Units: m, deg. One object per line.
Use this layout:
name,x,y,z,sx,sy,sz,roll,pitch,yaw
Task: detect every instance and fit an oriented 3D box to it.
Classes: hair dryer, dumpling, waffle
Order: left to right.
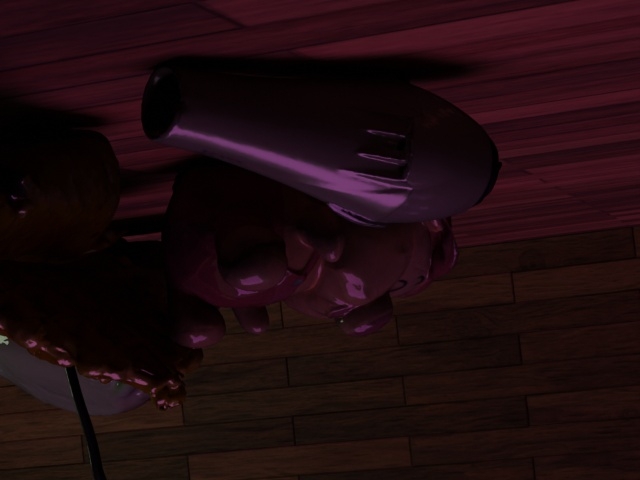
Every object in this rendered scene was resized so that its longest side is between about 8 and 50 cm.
waffle,-0.222,0.039,1.142,0.291,0.051,0.291,30,-169,-7
dumpling,-0.280,0.098,1.596,0.320,0.212,0.270,27,-166,14
hair dryer,-0.037,-0.064,0.793,0.225,0.088,0.219,9,178,34

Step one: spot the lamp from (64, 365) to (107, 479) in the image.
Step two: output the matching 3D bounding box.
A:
lamp,-0.227,0.134,1.406,0.108,0.371,0.130,-30,-171,-35

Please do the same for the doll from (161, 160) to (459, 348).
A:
doll,0.000,0.004,1.126,0.256,0.152,0.196,-9,-169,-34

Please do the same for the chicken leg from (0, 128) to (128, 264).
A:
chicken leg,-0.222,-0.016,0.712,0.201,0.153,0.429,6,-172,19
